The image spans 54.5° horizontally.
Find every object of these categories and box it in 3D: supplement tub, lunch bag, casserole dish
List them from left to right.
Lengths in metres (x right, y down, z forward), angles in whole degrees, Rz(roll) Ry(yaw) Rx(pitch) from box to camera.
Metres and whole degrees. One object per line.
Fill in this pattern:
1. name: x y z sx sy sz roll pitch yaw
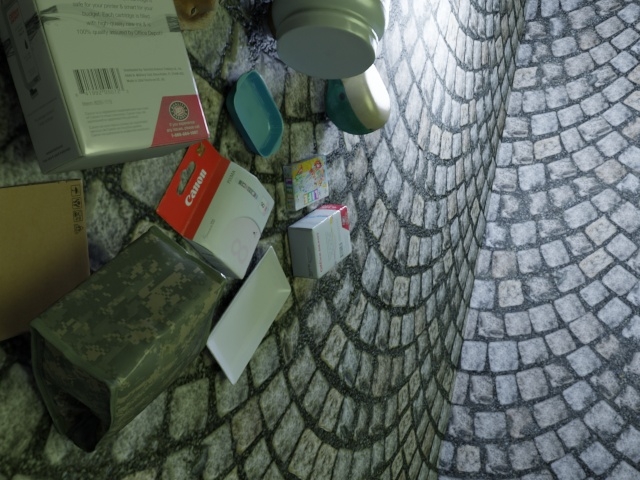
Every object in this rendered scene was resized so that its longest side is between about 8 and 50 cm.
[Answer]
1. lunch bag: -0.283 0.159 0.912 0.235 0.168 0.287 -47 167 -42
2. casserole dish: -0.134 -0.253 1.253 0.114 0.036 0.188 -65 144 -30
3. supplement tub: 0.026 -0.522 1.261 0.235 0.235 0.325 29 63 -58

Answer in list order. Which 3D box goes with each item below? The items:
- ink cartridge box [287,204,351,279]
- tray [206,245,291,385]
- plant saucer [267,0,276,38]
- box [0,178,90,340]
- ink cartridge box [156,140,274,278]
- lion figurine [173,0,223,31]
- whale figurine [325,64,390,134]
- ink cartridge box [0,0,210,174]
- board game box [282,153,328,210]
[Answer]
1. ink cartridge box: 0.000 0.000 1.491 0.175 0.072 0.128 -35 124 -53
2. tray: -0.151 0.151 1.296 0.270 0.030 0.145 -58 141 -38
3. plant saucer: -0.083 -0.472 1.326 0.083 0.015 0.084 -16 109 -58
4. box: -0.393 0.021 0.859 0.164 0.021 0.202 -19 111 -58
5. ink cartridge box: -0.187 -0.062 1.176 0.189 0.066 0.232 -69 151 -25
6. lion figurine: -0.231 -0.532 0.970 0.240 0.142 0.393 -34 110 -42
7. whale figurine: 0.068 -0.387 1.524 0.216 0.141 0.272 1 69 -61
8. ink cartridge box: -0.288 -0.247 0.816 0.207 0.117 0.283 -20 98 -49
9. board game box: -0.032 -0.139 1.458 0.154 0.026 0.104 -31 122 -55
